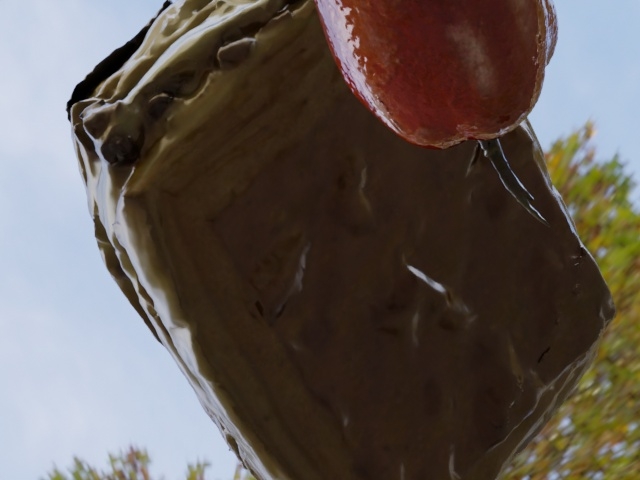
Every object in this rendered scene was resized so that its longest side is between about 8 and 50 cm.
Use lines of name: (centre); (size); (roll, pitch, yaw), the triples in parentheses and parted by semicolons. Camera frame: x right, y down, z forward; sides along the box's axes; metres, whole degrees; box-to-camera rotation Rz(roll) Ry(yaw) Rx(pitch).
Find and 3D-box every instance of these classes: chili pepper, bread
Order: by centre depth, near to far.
chili pepper: (0.052, -0.080, 0.790); (0.084, 0.086, 0.192); (-45, -59, -29)
bread: (0.000, 0.000, 1.141); (0.277, 0.167, 0.324); (-44, -67, -29)
